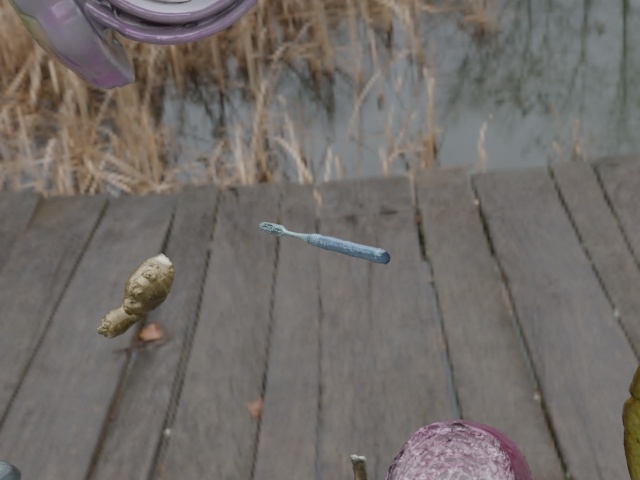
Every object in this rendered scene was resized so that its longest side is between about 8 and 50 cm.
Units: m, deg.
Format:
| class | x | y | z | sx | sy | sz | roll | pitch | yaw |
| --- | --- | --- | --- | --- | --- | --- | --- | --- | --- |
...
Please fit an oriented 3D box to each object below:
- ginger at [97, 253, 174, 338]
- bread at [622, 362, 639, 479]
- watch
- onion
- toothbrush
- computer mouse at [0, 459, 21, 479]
| class | x | y | z | sx | sy | sz | roll | pitch | yaw |
| --- | --- | --- | --- | --- | --- | --- | --- | --- | --- |
| ginger | -0.298 | 0.095 | 1.763 | 0.165 | 0.067 | 0.096 | -49 | -8 | -7 |
| bread | 0.264 | 0.130 | 0.661 | 0.149 | 0.187 | 0.065 | 16 | 43 | 42 |
| watch | -0.150 | -0.261 | 0.809 | 0.217 | 0.248 | 0.211 | -31 | 20 | 5 |
| onion | 0.147 | 0.299 | 1.118 | 0.200 | 0.200 | 0.207 | -11 | 46 | -9 |
| toothbrush | 0.000 | 0.000 | 1.210 | 0.019 | 0.016 | 0.219 | 21 | -4 | -40 |
| computer mouse | -0.497 | 0.344 | 1.396 | 0.229 | 0.068 | 0.113 | -10 | 13 | -25 |
